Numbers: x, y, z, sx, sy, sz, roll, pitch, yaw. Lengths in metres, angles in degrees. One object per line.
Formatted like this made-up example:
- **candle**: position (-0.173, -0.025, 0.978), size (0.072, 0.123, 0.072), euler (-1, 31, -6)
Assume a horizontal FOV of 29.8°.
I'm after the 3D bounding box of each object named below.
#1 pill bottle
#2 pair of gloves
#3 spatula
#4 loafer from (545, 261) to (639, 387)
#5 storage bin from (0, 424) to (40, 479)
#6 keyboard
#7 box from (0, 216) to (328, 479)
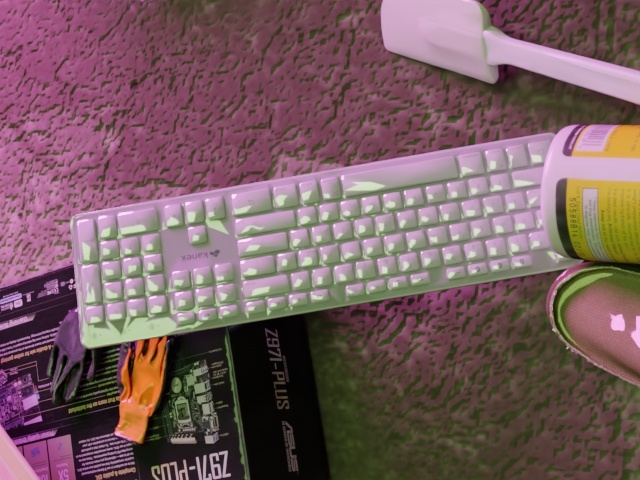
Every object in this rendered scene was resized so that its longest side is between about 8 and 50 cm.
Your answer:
- **pill bottle**: position (0.165, -0.020, 0.545), size (0.116, 0.065, 0.065), euler (5, 86, 33)
- **pair of gloves**: position (-0.114, 0.064, 0.646), size (0.083, 0.010, 0.074), euler (21, 95, 33)
- **spatula**: position (0.093, -0.134, 0.543), size (0.242, 0.019, 0.168), euler (27, 140, 45)
- **loafer**: position (0.166, 0.047, 0.544), size (0.148, 0.050, 0.056), euler (22, 95, 32)
- **storage bin**: position (-0.235, 0.223, 0.668), size (0.260, 0.123, 0.262), euler (45, 133, 28)
- **keyboard**: position (0.000, 0.000, 0.612), size (0.256, 0.014, 0.072), euler (-10, 80, 3)
- **box**: position (-0.099, 0.082, 0.688), size (0.180, 0.077, 0.147), euler (-18, 74, 29)
